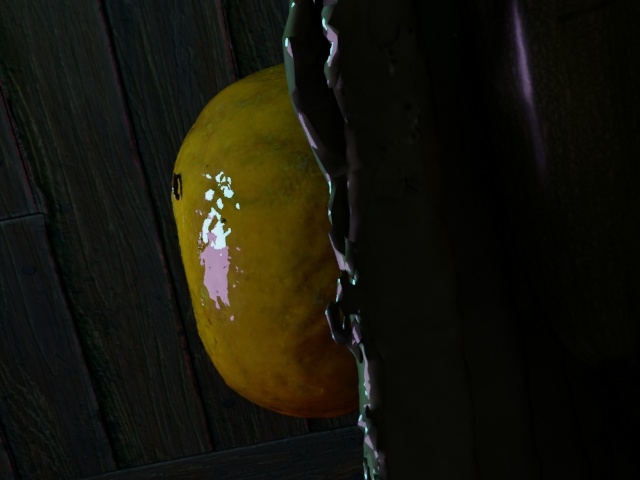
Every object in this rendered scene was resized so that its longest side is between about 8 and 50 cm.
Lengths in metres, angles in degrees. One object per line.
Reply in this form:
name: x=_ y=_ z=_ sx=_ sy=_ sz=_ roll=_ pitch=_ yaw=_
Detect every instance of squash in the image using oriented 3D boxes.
squash: x=0.070 y=-0.063 z=0.507 sx=0.066 sy=0.066 sz=0.252 roll=-101 pitch=1 yaw=-77

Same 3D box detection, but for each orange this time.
orange: x=0.000 y=0.000 z=1.475 sx=0.284 sy=0.226 sz=0.283 roll=-9 pitch=-90 yaw=-85

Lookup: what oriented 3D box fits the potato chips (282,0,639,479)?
potato chips: x=0.052 y=-0.009 z=0.640 sx=0.358 sy=0.070 sz=0.429 roll=-10 pitch=-91 yaw=-76
